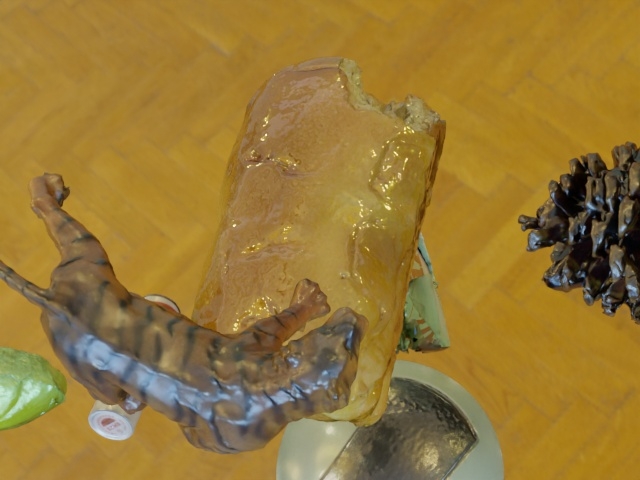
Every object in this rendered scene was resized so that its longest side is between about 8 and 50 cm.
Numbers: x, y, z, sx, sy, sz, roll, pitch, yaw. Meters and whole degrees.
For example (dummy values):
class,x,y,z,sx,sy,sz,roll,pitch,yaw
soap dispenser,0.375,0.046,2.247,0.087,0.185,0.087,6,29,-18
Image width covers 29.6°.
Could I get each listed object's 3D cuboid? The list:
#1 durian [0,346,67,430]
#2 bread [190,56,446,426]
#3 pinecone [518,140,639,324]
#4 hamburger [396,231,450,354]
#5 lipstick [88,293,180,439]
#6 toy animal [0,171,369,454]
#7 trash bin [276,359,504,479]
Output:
class,x,y,z,sx,sy,sz,roll,pitch,yaw
durian,-0.477,0.194,1.673,0.250,0.139,0.101,10,28,-9
bread,-0.004,-0.002,1.091,0.195,0.149,0.343,6,69,15
pinecone,0.389,-0.017,1.492,0.257,0.243,0.243,25,72,37
hamburger,0.103,0.080,1.756,0.125,0.214,0.235,-10,51,25
lipstick,-0.151,0.102,0.995,0.038,0.038,0.130,-3,40,18
toy animal,-0.109,0.042,0.633,0.255,0.116,0.114,22,94,-1
trash bin,0.093,0.320,1.632,0.281,0.432,0.280,-1,76,3
